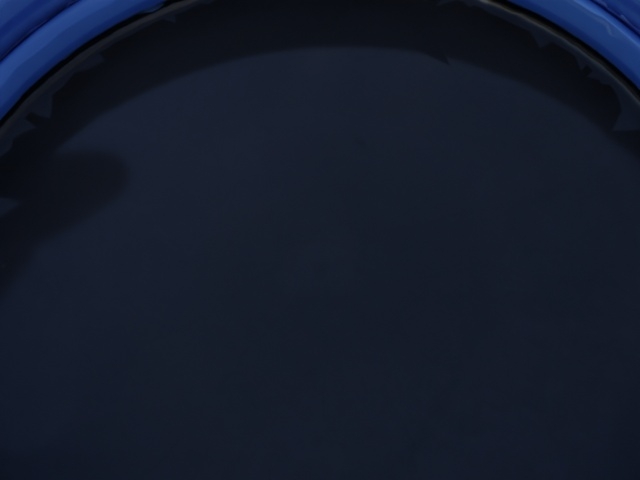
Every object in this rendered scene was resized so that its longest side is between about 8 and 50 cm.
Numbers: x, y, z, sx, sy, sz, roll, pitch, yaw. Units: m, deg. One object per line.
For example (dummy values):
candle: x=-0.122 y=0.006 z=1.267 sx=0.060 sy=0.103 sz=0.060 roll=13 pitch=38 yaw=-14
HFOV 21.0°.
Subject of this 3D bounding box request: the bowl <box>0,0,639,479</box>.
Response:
bowl: x=0.000 y=0.000 z=0.684 sx=0.391 sy=0.077 sz=0.391 roll=-2 pitch=58 yaw=3
